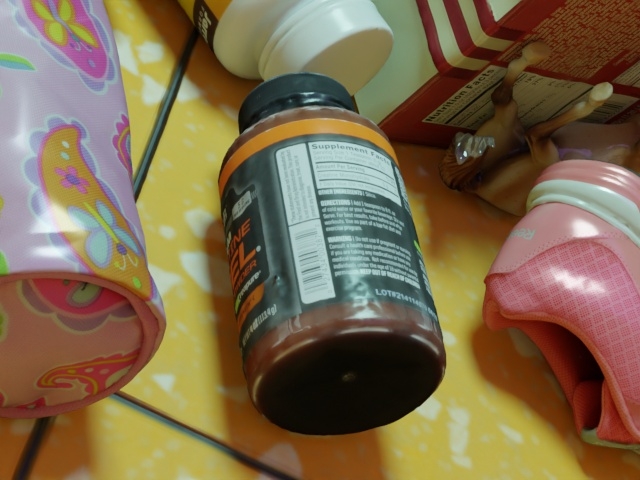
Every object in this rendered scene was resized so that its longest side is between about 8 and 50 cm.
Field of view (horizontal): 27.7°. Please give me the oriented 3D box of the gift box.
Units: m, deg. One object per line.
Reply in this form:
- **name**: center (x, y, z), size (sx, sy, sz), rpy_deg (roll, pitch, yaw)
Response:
- **gift box**: center (0.151, -0.218, 0.936), size (0.276, 0.255, 0.258), rpy_deg (6, 59, -43)

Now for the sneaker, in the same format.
- **sneaker**: center (0.222, 0.099, 0.817), size (0.314, 0.116, 0.136), rpy_deg (43, 65, -3)

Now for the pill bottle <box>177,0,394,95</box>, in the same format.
- **pill bottle**: center (-0.045, -0.188, 0.843), size (0.117, 0.117, 0.215), rpy_deg (-14, 63, -45)

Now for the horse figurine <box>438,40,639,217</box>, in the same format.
- **horse figurine**: center (0.180, -0.064, 0.893), size (0.263, 0.174, 0.066), rpy_deg (-6, 60, -26)

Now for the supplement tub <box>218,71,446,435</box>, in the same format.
- **supplement tub**: center (0.000, 0.000, 0.711), size (0.106, 0.106, 0.198), rpy_deg (14, 45, -28)

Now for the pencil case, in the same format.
- **pencil case**: center (-0.154, -0.056, 0.637), size (0.124, 0.124, 0.284), rpy_deg (9, 47, -32)
